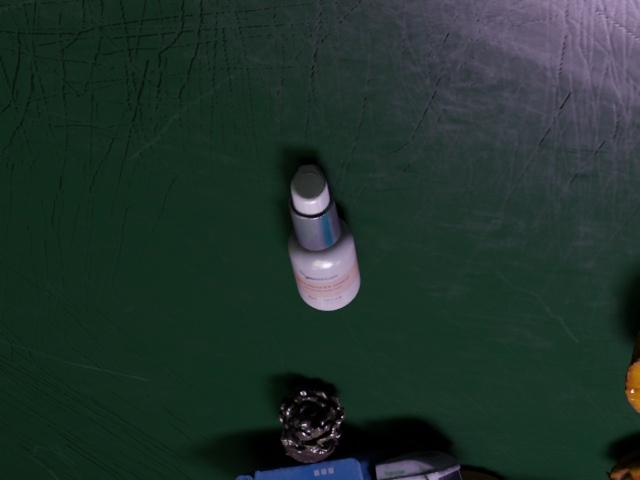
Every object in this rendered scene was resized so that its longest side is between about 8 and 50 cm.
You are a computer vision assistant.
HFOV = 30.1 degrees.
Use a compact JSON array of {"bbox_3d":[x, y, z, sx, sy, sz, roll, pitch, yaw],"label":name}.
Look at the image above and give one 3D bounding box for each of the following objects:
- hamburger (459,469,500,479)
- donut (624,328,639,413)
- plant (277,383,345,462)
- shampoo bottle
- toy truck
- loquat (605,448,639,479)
[{"bbox_3d":[0.209,0.437,1.815,0.175,0.137,0.175,7,146,5],"label":"hamburger"},{"bbox_3d":[0.481,0.138,1.369,0.277,0.109,0.278,4,145,3],"label":"donut"},{"bbox_3d":[-0.015,0.257,1.640,0.092,0.094,0.143,16,150,6],"label":"plant"},{"bbox_3d":[0.000,0.000,1.286,0.074,0.074,0.192,1,144,9],"label":"shampoo bottle"},{"bbox_3d":[0.036,0.399,1.727,0.367,0.175,0.146,-12,174,21],"label":"toy truck"},{"bbox_3d":[0.470,0.340,1.665,0.137,0.113,0.137,1,170,0],"label":"loquat"}]
